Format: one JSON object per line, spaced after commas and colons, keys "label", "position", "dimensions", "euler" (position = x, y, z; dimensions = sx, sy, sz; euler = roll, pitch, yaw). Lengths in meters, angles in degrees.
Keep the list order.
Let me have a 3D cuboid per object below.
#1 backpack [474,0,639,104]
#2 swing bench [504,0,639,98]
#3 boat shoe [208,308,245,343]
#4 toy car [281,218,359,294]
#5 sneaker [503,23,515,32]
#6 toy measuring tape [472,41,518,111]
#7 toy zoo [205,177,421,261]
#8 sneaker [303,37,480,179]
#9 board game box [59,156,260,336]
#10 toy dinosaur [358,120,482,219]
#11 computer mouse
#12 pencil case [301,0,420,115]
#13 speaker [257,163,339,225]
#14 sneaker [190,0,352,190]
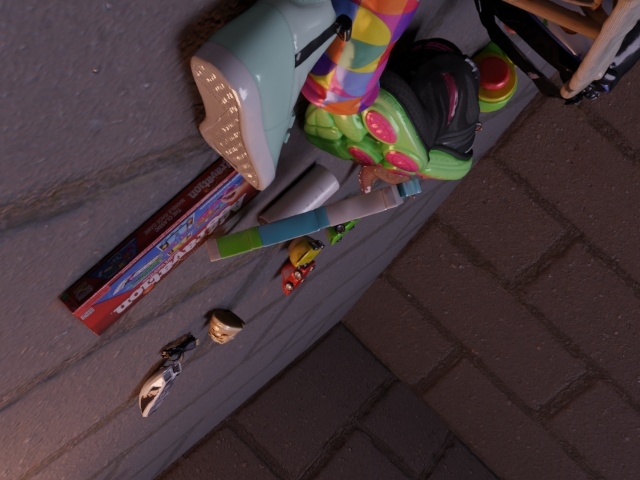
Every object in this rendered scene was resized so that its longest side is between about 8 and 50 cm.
{"label": "backpack", "position": [0.328, -0.333, 1.046], "dimensions": [0.213, 0.263, 0.276], "euler": [-53, 173, 11]}
{"label": "swing bench", "position": [0.228, -0.305, 0.735], "dimensions": [0.165, 0.254, 0.253], "euler": [-46, 171, -2]}
{"label": "boat shoe", "position": [-0.190, 0.175, 1.521], "dimensions": [0.059, 0.063, 0.170], "euler": [-52, 171, -1]}
{"label": "toy car", "position": [0.000, 0.000, 1.647], "dimensions": [0.225, 0.053, 0.239], "euler": [-43, 171, -20]}
{"label": "sneaker", "position": [0.420, -0.469, 1.492], "dimensions": [0.158, 0.061, 0.065], "euler": [-48, 164, 10]}
{"label": "toy measuring tape", "position": [0.305, -0.285, 1.596], "dimensions": [0.330, 0.121, 0.121], "euler": [-44, 170, -10]}
{"label": "toy zoo", "position": [-0.003, -0.030, 1.065], "dimensions": [0.293, 0.030, 0.192], "euler": [-17, -179, 0]}
{"label": "sneaker", "position": [0.118, -0.199, 1.102], "dimensions": [0.482, 0.185, 0.202], "euler": [-10, 115, -70]}
{"label": "board game box", "position": [-0.180, -0.001, 0.932], "dimensions": [0.281, 0.027, 0.145], "euler": [-44, 172, -15]}
{"label": "toy dinosaur", "position": [0.155, -0.166, 1.449], "dimensions": [0.295, 0.127, 0.200], "euler": [-36, 166, 15]}
{"label": "computer mouse", "position": [-0.300, 0.257, 1.462], "dimensions": [0.193, 0.042, 0.106], "euler": [-56, 172, 24]}
{"label": "pencil case", "position": [0.046, -0.227, 0.765], "dimensions": [0.104, 0.104, 0.236], "euler": [-40, 170, -31]}
{"label": "speaker", "position": [-0.033, -0.060, 1.236], "dimensions": [0.136, 0.055, 0.055], "euler": [-44, 170, -15]}
{"label": "sneaker", "position": [-0.039, -0.146, 0.742], "dimensions": [0.151, 0.094, 0.256], "euler": [-47, 172, -15]}
